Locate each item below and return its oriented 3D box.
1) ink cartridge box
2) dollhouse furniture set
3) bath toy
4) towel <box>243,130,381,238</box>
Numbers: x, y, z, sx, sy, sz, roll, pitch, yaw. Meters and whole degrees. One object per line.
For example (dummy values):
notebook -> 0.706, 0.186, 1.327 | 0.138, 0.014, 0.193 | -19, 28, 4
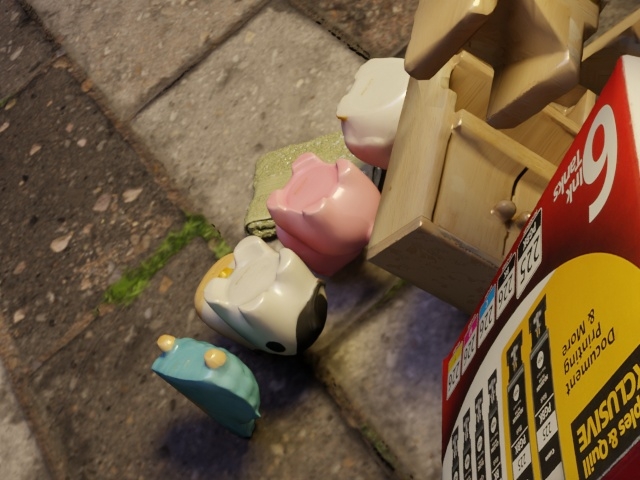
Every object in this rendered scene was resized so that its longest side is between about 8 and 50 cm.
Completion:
ink cartridge box -> 0.169, 0.111, 0.587 | 0.130, 0.309, 0.272 | 10, 51, -7
dollhouse furniture set -> 0.226, -0.126, 0.735 | 0.394, 0.362, 0.256 | -35, 33, 51
bath toy -> 0.000, 0.000, 0.939 | 0.151, 0.129, 0.348 | 20, 68, 50
towel -> -0.006, -0.060, 1.066 | 0.148, 0.027, 0.110 | -14, 47, 25
